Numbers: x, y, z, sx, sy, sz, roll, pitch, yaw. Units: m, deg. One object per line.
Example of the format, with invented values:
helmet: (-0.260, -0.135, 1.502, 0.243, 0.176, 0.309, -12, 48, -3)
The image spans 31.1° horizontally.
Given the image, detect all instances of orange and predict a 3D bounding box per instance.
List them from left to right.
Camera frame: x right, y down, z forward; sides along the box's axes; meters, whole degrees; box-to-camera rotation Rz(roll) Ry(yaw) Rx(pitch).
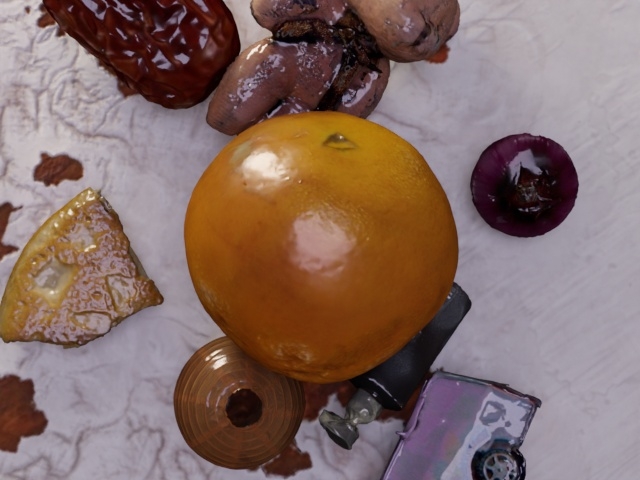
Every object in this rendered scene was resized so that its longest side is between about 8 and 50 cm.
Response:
orange: (0.000, 0.000, 1.095, 0.261, 0.261, 0.261, 0, 85, -4)

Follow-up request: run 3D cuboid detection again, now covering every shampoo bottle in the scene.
shampoo bottle: (0.076, 0.125, 1.183, 0.063, 0.057, 0.208, 46, 66, -13)

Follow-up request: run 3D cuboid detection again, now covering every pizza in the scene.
pizza: (-0.239, 0.040, 1.200, 0.161, 0.062, 0.182, 17, 79, 4)

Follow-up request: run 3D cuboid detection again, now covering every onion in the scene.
onion: (0.217, -0.056, 1.215, 0.115, 0.104, 0.115, 1, 101, 3)

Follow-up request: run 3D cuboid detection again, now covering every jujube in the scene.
jujube: (-0.184, -0.244, 1.181, 0.155, 0.155, 0.230, -45, 96, -6)

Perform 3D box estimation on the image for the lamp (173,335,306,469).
lamp: (-0.082, 0.163, 1.163, 0.136, 0.136, 0.136, 0, 85, -4)

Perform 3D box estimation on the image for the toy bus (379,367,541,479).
toy bus: (0.112, 0.284, 1.182, 0.138, 0.112, 0.317, 24, 83, 9)

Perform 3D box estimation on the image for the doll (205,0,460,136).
doll: (0.027, -0.191, 1.172, 0.303, 0.156, 0.201, -49, 130, -7)
